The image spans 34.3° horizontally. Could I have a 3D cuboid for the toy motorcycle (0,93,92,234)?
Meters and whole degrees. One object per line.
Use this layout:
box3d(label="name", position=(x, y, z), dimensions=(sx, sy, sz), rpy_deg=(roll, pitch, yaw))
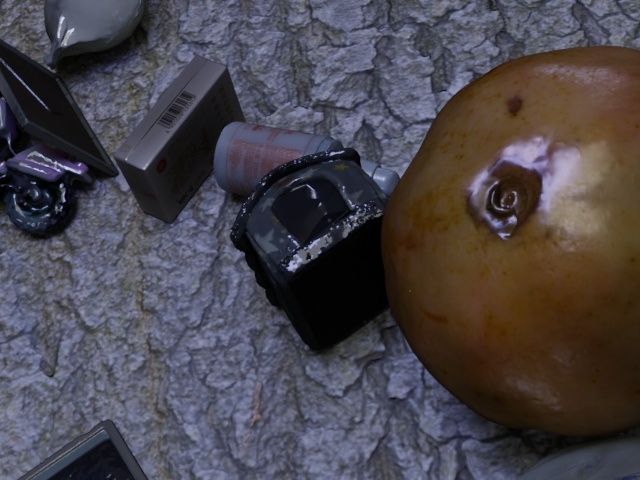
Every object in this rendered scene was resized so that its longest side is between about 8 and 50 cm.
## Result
box3d(label="toy motorcycle", position=(-0.476, -0.152, 1.530), dimensions=(0.327, 0.143, 0.188), rpy_deg=(31, 83, 15))

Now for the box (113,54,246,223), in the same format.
box3d(label="box", position=(-0.192, -0.142, 1.457), dimensions=(0.058, 0.141, 0.201), rpy_deg=(24, 66, 22))

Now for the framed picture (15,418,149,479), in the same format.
box3d(label="framed picture", position=(-0.318, 0.352, 1.219), dimensions=(0.265, 0.018, 0.192), rpy_deg=(-35, 53, -10))

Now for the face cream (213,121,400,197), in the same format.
box3d(label="face cream", position=(-0.014, -0.096, 1.401), dimensions=(0.252, 0.101, 0.101), rpy_deg=(11, 59, 22))

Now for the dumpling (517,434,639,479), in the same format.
box3d(label="dumpling", position=(0.267, 0.270, 0.991), dimensions=(0.243, 0.227, 0.175), rpy_deg=(-36, 63, 1))

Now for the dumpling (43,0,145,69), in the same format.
box3d(label="dumpling", position=(-0.371, -0.378, 1.678), dimensions=(0.258, 0.147, 0.193), rpy_deg=(-58, 20, -12))

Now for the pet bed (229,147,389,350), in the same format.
box3d(label="pet bed", position=(0.000, 0.000, 1.259), dimensions=(0.183, 0.211, 0.159), rpy_deg=(-36, 56, -7))

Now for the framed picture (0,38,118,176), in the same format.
box3d(label="framed picture", position=(-0.411, -0.211, 1.541), dimensions=(0.023, 0.189, 0.260), rpy_deg=(-46, 54, 11))

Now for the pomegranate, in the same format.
box3d(label="pomegranate", position=(0.265, -0.005, 1.092), dimensions=(0.412, 0.411, 0.411), rpy_deg=(-7, 54, 10))
